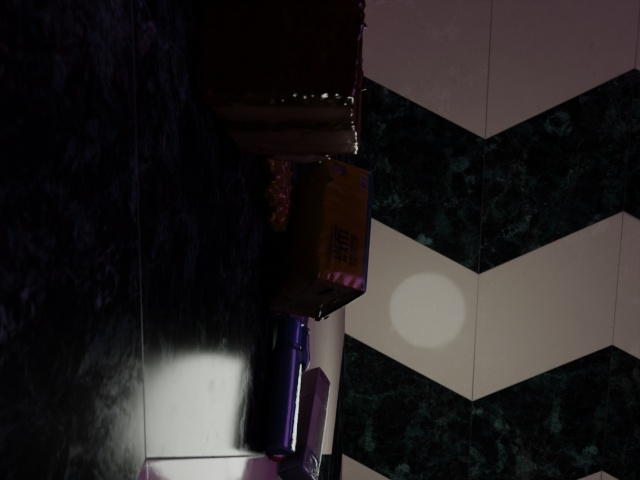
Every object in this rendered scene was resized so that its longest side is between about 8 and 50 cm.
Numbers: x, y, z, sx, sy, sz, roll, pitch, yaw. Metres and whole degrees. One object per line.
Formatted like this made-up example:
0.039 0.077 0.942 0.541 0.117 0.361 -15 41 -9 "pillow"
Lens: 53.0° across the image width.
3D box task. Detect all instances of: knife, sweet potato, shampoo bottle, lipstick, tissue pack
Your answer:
-0.044 0.179 1.472 0.032 0.058 0.244 153 -57 -69 "knife"
-0.075 0.424 1.341 0.179 0.044 0.044 51 41 -83 "sweet potato"
-0.069 0.275 1.241 0.104 0.061 0.258 81 12 -65 "shampoo bottle"
-0.032 0.431 1.502 0.066 0.068 0.317 57 21 -23 "lipstick"
0.000 0.000 1.245 0.192 0.134 0.271 -40 -143 50 "tissue pack"

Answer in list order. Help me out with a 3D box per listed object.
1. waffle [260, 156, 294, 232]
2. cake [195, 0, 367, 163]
-0.075 -0.105 1.155 0.192 0.046 0.161 81 13 -62 "waffle"
-0.030 -0.224 0.845 0.293 0.196 0.199 60 30 -76 "cake"
